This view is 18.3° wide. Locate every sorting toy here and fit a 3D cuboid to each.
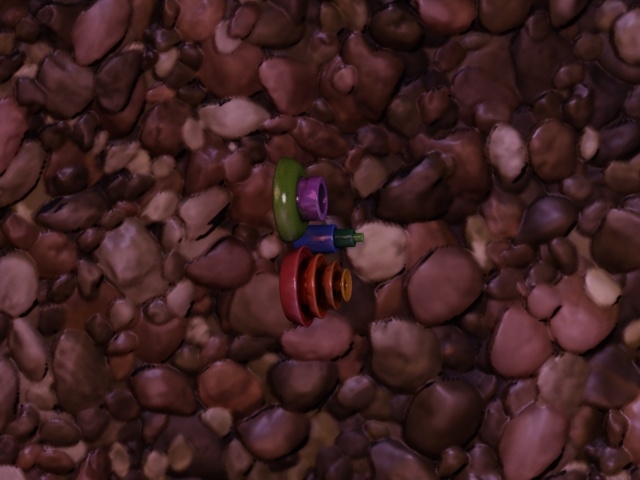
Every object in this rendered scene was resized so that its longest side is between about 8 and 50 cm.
[{"bbox_3d":[0.000,0.000,1.179,0.042,0.061,0.102,-3,95,15],"label":"sorting toy"}]

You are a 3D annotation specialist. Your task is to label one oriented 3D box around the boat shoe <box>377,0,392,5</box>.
[{"bbox_3d":[0.108,-0.227,1.222,0.219,0.078,0.070,-36,101,-1],"label":"boat shoe"}]
